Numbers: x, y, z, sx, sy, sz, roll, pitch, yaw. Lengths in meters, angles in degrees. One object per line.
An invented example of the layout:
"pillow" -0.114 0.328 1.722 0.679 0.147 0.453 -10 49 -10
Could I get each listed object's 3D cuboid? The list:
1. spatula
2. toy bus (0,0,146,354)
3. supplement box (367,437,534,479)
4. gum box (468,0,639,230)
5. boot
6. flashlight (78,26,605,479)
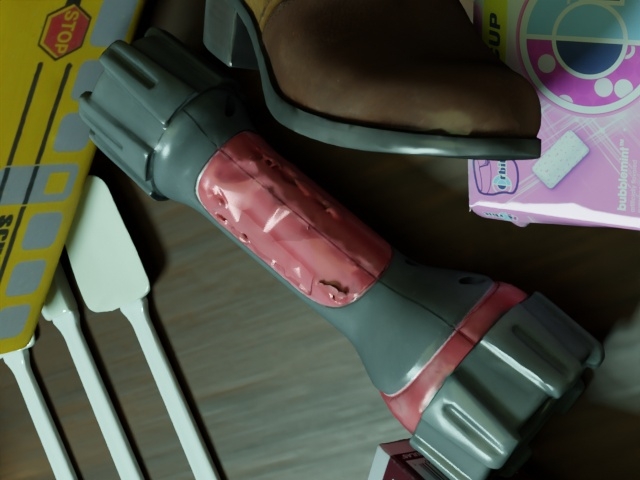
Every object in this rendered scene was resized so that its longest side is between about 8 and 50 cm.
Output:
"spatula" -0.147 0.091 0.891 0.168 0.019 0.242 -22 91 33
"toy bus" -0.193 -0.091 0.790 0.108 0.130 0.332 38 117 31
"supplement box" 0.108 0.213 0.682 0.239 0.073 0.130 40 124 45
"gum box" 0.131 -0.095 0.639 0.107 0.062 0.188 8 107 30
"boot" 0.040 -0.191 0.615 0.264 0.096 0.280 -131 49 -58
"flashlight" 0.000 0.000 0.723 0.304 0.103 0.103 40 122 16
